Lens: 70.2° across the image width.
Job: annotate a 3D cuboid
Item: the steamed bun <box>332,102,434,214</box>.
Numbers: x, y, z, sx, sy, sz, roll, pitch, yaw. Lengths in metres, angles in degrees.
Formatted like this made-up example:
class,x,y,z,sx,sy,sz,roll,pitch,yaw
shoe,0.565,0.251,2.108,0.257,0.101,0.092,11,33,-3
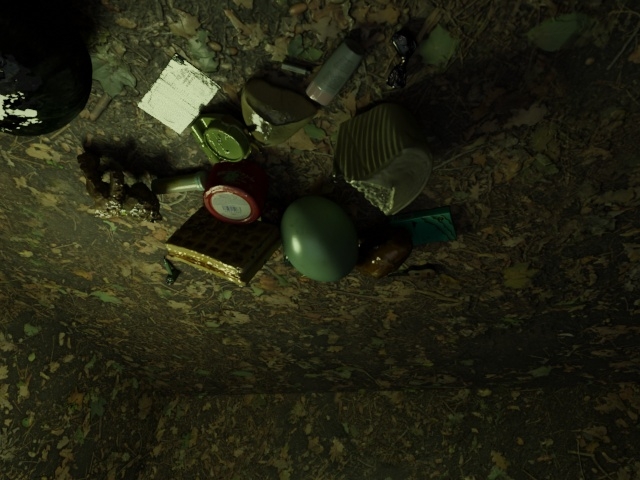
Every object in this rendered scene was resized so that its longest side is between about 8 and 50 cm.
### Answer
class,x,y,z,sx,sy,sz,roll,pitch,yaw
steamed bun,0.209,-0.238,1.381,0.274,0.290,0.272,-24,147,25

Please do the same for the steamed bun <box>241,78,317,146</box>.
class,x,y,z,sx,sy,sz,roll,pitch,yaw
steamed bun,-0.158,-0.378,1.383,0.212,0.110,0.231,34,132,-30

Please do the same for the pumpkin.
class,x,y,z,sx,sy,sz,roll,pitch,yaw
pumpkin,-0.837,-0.476,1.178,0.455,0.343,0.454,9,143,7

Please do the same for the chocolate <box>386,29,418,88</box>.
class,x,y,z,sx,sy,sz,roll,pitch,yaw
chocolate,0.219,-0.483,1.220,0.072,0.070,0.147,-16,146,-16

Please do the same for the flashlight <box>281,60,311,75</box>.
class,x,y,z,sx,sy,sz,roll,pitch,yaw
flashlight,-0.068,-0.490,1.293,0.083,0.018,0.018,13,142,-6

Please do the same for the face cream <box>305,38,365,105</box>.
class,x,y,z,sx,sy,sz,roll,pitch,yaw
face cream,0.041,-0.468,1.274,0.084,0.057,0.198,26,141,-22

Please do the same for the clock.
class,x,y,z,sx,sy,sz,roll,pitch,yaw
clock,-0.290,-0.324,1.460,0.232,0.069,0.170,7,145,29

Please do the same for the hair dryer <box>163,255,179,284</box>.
class,x,y,z,sx,sy,sz,roll,pitch,yaw
hair dryer,-0.727,0.135,2.187,0.048,0.071,0.150,-1,126,9

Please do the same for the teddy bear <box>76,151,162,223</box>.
class,x,y,z,sx,sy,sz,roll,pitch,yaw
teddy bear,-0.731,-0.192,1.661,0.223,0.296,0.246,-19,155,-23

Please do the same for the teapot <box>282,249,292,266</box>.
class,x,y,z,sx,sy,sz,roll,pitch,yaw
teapot,-0.105,0.069,1.953,0.108,0.111,0.149,2,139,-16

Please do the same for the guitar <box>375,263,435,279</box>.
class,x,y,z,sx,sy,sz,roll,pitch,yaw
guitar,0.372,0.145,2.022,0.271,0.038,0.083,-5,140,12

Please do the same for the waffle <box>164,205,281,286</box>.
class,x,y,z,sx,sy,sz,roll,pitch,yaw
waffle,-0.368,0.014,1.716,0.377,0.261,0.114,16,141,24

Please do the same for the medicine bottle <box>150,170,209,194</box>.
class,x,y,z,sx,sy,sz,roll,pitch,yaw
medicine bottle,-0.520,-0.211,1.691,0.218,0.073,0.074,-4,141,18

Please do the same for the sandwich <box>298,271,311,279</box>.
class,x,y,z,sx,sy,sz,roll,pitch,yaw
sandwich,-0.021,0.113,2.019,0.164,0.079,0.113,4,140,7

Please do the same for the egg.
class,x,y,z,sx,sy,sz,roll,pitch,yaw
egg,0.000,0.000,1.703,0.276,0.276,0.389,-11,139,22

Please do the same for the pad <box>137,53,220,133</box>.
class,x,y,z,sx,sy,sz,roll,pitch,yaw
pad,-0.446,-0.447,1.422,0.160,0.009,0.265,32,136,-30

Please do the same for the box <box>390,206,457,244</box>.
class,x,y,z,sx,sy,sz,roll,pitch,yaw
box,0.399,-0.051,1.762,0.227,0.042,0.161,-8,140,21

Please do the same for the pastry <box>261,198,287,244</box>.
class,x,y,z,sx,sy,sz,roll,pitch,yaw
pastry,-0.164,-0.071,1.776,0.097,0.115,0.208,28,155,34

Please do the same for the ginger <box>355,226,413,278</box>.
class,x,y,z,sx,sy,sz,roll,pitch,yaw
ginger,0.223,0.059,1.794,0.165,0.172,0.321,35,146,-25

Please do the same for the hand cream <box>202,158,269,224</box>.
class,x,y,z,sx,sy,sz,roll,pitch,yaw
hand cream,-0.303,-0.172,1.641,0.231,0.149,0.230,6,145,4
